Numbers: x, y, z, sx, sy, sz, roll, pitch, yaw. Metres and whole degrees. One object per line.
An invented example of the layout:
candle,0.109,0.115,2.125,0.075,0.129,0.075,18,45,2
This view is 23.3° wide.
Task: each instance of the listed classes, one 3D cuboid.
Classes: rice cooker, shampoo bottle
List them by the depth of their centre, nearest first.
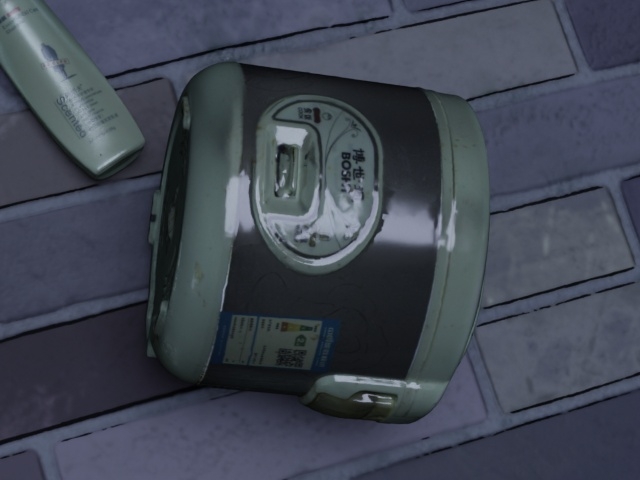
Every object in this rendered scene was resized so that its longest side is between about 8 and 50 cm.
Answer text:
rice cooker,0.003,0.000,1.287,0.276,0.288,0.288,8,73,-11
shampoo bottle,-0.240,-0.151,1.389,0.072,0.049,0.212,-37,85,-16
